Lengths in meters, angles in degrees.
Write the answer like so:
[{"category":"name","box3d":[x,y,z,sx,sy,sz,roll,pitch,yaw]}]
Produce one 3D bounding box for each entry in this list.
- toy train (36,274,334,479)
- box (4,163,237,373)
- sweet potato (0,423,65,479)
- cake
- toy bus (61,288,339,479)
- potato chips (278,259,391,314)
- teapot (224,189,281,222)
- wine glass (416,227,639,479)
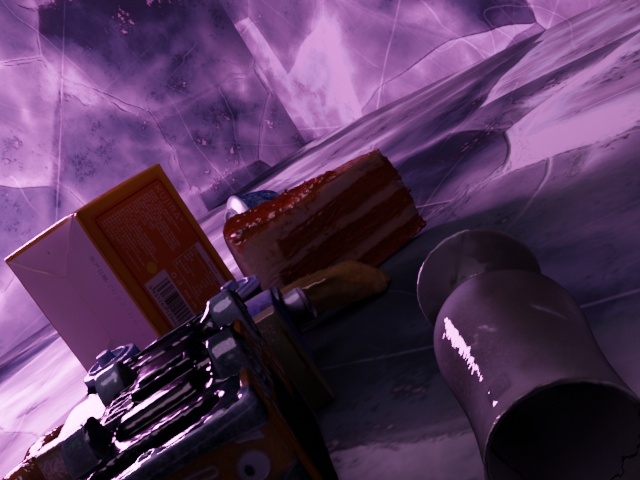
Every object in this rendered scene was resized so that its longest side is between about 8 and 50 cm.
[{"category":"toy train","box3d":[-0.136,0.151,0.725,0.300,0.131,0.202,-32,14,1]},{"category":"box","box3d":[-0.327,0.061,1.187,0.259,0.283,0.214,-21,15,41]},{"category":"sweet potato","box3d":[-0.368,0.297,0.909,0.065,0.051,0.218,-31,12,17]},{"category":"cake","box3d":[0.000,0.000,0.929,0.262,0.158,0.159,-27,17,15]},{"category":"toy bus","box3d":[-0.072,0.149,0.487,0.138,0.167,0.275,-33,9,-4]},{"category":"potato chips","box3d":[-0.101,0.130,0.859,0.407,0.080,0.057,-32,22,4]},{"category":"teapot","box3d":[-0.091,-0.030,1.321,0.159,0.159,0.232,-35,39,-15]},{"category":"wine glass","box3d":[0.126,0.073,0.451,0.103,0.103,0.231,-30,15,11]}]
